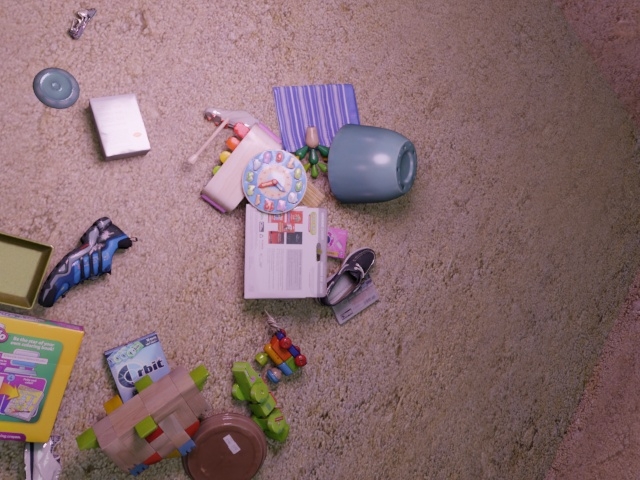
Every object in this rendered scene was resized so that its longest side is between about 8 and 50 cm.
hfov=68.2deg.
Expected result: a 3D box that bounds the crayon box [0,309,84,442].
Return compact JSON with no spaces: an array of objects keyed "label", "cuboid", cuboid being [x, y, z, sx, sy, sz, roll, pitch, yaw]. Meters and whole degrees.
[{"label":"crayon box","cuboid":[-0.873,0.351,1.261,0.363,0.106,0.312,19,81,-27]}]

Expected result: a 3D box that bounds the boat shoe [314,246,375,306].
[{"label":"boat shoe","cuboid":[0.112,0.138,1.750,0.302,0.091,0.114,-46,110,-18]}]

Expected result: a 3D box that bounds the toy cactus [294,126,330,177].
[{"label":"toy cactus","cuboid":[-0.027,-0.309,1.675,0.219,0.112,0.180,-9,110,-16]}]

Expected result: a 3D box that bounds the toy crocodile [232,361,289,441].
[{"label":"toy crocodile","cuboid":[-0.199,0.550,1.609,0.105,0.115,0.340,-41,111,-49]}]

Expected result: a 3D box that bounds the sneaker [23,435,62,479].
[{"label":"sneaker","cuboid":[-0.776,0.671,1.328,0.095,0.090,0.234,-2,93,-37]}]

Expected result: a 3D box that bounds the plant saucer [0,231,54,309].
[{"label":"plant saucer","cuboid":[-0.861,0.077,1.298,0.188,0.045,0.188,20,82,-26]}]

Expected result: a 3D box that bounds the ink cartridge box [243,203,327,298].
[{"label":"ink cartridge box","cuboid":[-0.120,0.038,1.596,0.272,0.130,0.309,2,90,-10]}]

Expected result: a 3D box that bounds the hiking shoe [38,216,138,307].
[{"label":"hiking shoe","cuboid":[-0.672,0.078,1.358,0.132,0.113,0.304,41,73,-21]}]

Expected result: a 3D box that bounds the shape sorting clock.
[{"label":"shape sorting clock","cuboid":[-0.145,-0.187,1.502,0.207,0.040,0.206,-1,99,-7]}]

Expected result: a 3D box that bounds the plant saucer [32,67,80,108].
[{"label":"plant saucer","cuboid":[-0.760,-0.441,1.361,0.120,0.021,0.119,0,90,-28]}]

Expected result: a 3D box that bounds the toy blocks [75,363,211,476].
[{"label":"toy blocks","cuboid":[-0.475,0.563,1.423,0.382,0.191,0.260,-34,132,-22]}]

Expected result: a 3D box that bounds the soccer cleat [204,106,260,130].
[{"label":"soccer cleat","cuboid":[-0.293,-0.412,1.583,0.196,0.068,0.076,15,78,-34]}]

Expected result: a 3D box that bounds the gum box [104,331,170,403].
[{"label":"gum box","cuboid":[-0.556,0.398,1.461,0.157,0.041,0.184,-20,99,-26]}]

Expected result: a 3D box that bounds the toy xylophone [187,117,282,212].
[{"label":"toy xylophone","cuboid":[-0.274,-0.255,1.532,0.323,0.081,0.236,-44,107,-2]}]

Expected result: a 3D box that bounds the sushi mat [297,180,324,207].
[{"label":"sushi mat","cuboid":[-0.145,-0.199,1.640,0.316,0.019,0.151,42,99,-17]}]

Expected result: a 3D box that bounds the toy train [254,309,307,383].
[{"label":"toy train","cuboid":[-0.171,0.371,1.636,0.143,0.105,0.248,-40,108,-8]}]

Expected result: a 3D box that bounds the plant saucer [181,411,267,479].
[{"label":"plant saucer","cuboid":[-0.312,0.701,1.548,0.278,0.041,0.277,-2,98,-13]}]

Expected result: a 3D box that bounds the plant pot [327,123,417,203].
[{"label":"plant pot","cuboid":[0.201,-0.267,1.676,0.293,0.235,0.292,-17,111,-54]}]

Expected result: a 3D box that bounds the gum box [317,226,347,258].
[{"label":"gum box","cuboid":[0.000,0.000,1.734,0.189,0.062,0.107,10,85,-27]}]

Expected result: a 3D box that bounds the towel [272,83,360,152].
[{"label":"towel","cuboid":[-0.001,-0.455,1.745,0.336,0.040,0.243,-12,95,-27]}]

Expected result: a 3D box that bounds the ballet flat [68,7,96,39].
[{"label":"ballet flat","cuboid":[-0.697,-0.643,1.379,0.041,0.041,0.114,31,78,-24]}]

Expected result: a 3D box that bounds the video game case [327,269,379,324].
[{"label":"video game case","cuboid":[0.114,0.193,1.818,0.201,0.023,0.183,-30,104,-23]}]

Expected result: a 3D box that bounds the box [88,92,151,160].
[{"label":"box","cuboid":[-0.598,-0.335,1.407,0.130,0.091,0.170,-17,98,-27]}]
